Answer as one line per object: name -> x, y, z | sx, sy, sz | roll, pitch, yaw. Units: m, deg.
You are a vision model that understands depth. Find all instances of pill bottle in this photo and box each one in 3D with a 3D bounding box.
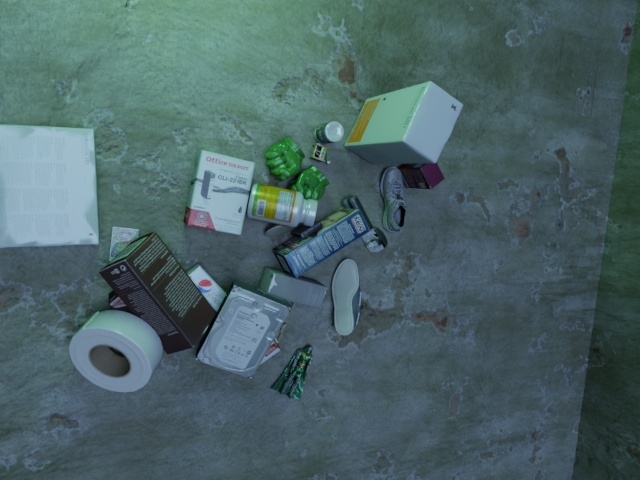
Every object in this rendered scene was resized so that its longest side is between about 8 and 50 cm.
pill bottle -> 0.028, -0.413, 1.816 | 0.078, 0.137, 0.078 | -3, 98, -22
pill bottle -> -0.140, -0.124, 1.757 | 0.246, 0.136, 0.136 | 11, 94, -6

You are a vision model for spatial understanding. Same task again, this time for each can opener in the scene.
can opener -> 0.185, -0.069, 1.984 | 0.280, 0.074, 0.093 | 57, 42, -21

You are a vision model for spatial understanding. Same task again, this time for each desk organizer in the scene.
desk organizer -> -0.690, 0.202, 1.618 | 0.047, 0.130, 0.050 | -41, 113, -13

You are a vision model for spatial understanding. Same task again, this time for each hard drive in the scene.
hard drive -> -0.056, -0.044, 1.840 | 0.094, 0.135, 0.022 | -32, 105, -15
hard drive -> -0.289, 0.337, 1.761 | 0.237, 0.064, 0.338 | 26, 103, -17

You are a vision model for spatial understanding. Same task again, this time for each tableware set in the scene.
tableware set -> -0.178, 0.317, 1.883 | 0.128, 0.039, 0.194 | 20, 100, -24

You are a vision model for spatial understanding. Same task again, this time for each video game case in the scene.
video game case -> -0.688, 0.016, 1.654 | 0.087, 0.011, 0.121 | 6, 96, -24

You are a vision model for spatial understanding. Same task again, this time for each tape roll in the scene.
tape roll -> -0.685, 0.373, 1.586 | 0.287, 0.100, 0.286 | 4, 120, 8

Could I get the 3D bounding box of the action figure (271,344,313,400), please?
action figure -> -0.093, 0.540, 1.962 | 0.137, 0.063, 0.232 | 28, 84, -21

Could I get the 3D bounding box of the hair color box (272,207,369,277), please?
hair color box -> 0.000, 0.000, 1.850 | 0.347, 0.174, 0.105 | -32, 107, -16

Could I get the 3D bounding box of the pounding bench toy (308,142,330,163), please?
pounding bench toy -> 0.007, -0.344, 1.864 | 0.083, 0.052, 0.065 | 17, 91, -24

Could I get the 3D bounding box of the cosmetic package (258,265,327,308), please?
cosmetic package -> -0.110, 0.185, 1.860 | 0.238, 0.127, 0.107 | 15, 94, -22

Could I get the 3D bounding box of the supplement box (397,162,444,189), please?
supplement box -> 0.414, -0.280, 1.969 | 0.081, 0.188, 0.104 | -37, 110, -14

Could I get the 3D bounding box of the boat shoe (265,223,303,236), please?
boat shoe -> -0.130, -0.078, 1.858 | 0.206, 0.075, 0.064 | -25, 64, -12

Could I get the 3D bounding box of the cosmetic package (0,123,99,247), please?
cosmetic package -> -0.867, -0.170, 1.504 | 0.285, 0.097, 0.376 | -1, 99, -21

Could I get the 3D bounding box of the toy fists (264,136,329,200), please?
toy fists -> -0.092, -0.257, 1.814 | 0.142, 0.096, 0.279 | -47, 114, -8

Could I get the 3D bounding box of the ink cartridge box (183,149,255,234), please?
ink cartridge box -> -0.365, -0.174, 1.702 | 0.197, 0.114, 0.272 | 10, 93, -23

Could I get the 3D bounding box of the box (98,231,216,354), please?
box -> -0.546, 0.182, 1.620 | 0.143, 0.191, 0.381 | -22, 112, 26

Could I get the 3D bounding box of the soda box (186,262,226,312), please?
soda box -> -0.413, 0.187, 1.765 | 0.074, 0.069, 0.216 | -43, 112, -11

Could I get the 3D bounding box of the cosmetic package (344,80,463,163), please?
cosmetic package -> 0.287, -0.418, 1.750 | 0.162, 0.453, 0.229 | 26, 87, -24

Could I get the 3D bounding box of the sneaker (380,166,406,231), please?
sneaker -> 0.326, -0.171, 1.990 | 0.105, 0.115, 0.281 | -10, 102, -21

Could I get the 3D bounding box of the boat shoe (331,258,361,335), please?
boat shoe -> 0.117, 0.236, 1.997 | 0.099, 0.116, 0.319 | 1, 92, -66

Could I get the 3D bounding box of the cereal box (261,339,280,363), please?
cereal box -> -0.295, 0.388, 1.840 | 0.173, 0.047, 0.240 | -36, 110, 0
